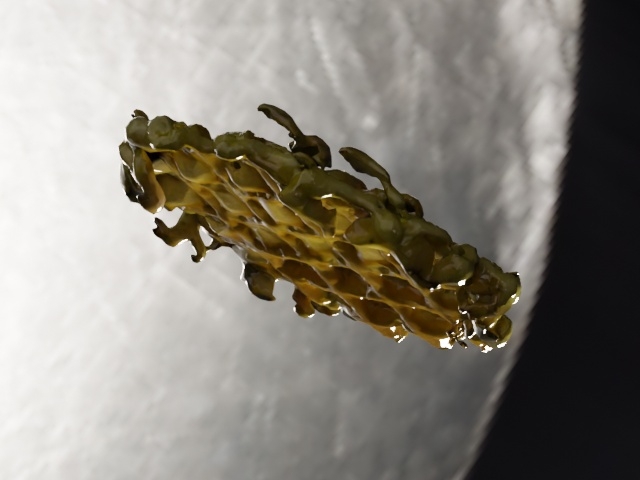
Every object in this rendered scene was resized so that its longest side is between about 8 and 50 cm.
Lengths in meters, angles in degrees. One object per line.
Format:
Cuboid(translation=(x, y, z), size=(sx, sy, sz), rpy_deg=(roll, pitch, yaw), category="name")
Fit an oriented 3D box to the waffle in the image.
Cuboid(translation=(-0.001, 0.003, 1.206), size=(0.262, 0.280, 0.060), rpy_deg=(121, -8, -73), category="waffle")
